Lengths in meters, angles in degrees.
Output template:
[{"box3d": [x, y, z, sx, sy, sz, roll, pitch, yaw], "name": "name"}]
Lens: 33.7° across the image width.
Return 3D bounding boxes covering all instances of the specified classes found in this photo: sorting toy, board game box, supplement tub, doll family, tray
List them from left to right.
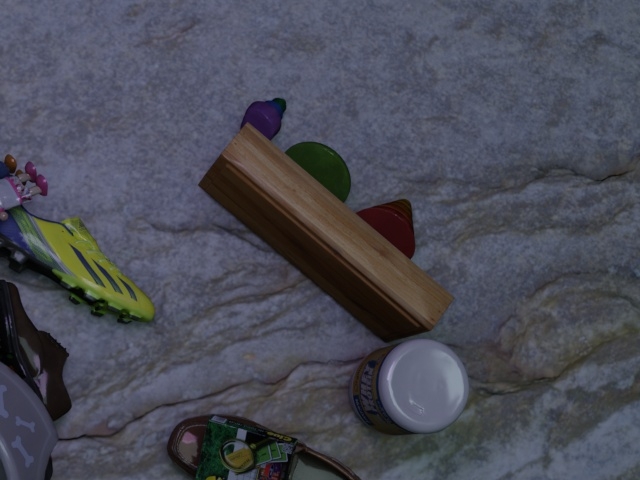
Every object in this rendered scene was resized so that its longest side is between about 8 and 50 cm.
[{"box3d": [-0.532, -0.094, 1.555, 0.163, 0.118, 0.263, -27, 65, -37], "name": "doll family"}, {"box3d": [-0.125, 0.396, 1.561, 0.136, 0.030, 0.260, 14, 103, 11], "name": "board game box"}, {"box3d": [0.000, 0.000, 1.667, 0.411, 0.203, 0.076, 39, 72, -6], "name": "tray"}, {"box3d": [0.031, -0.114, 1.772, 0.365, 0.127, 0.126, 42, 41, -3], "name": "sorting toy"}, {"box3d": [0.132, 0.233, 1.662, 0.144, 0.199, 0.144, 4, 77, -16], "name": "supplement tub"}]

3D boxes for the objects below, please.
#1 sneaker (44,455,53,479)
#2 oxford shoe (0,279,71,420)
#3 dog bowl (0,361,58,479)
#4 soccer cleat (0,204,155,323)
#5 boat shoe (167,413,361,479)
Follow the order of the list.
[{"box3d": [-0.486, 0.222, 1.509, 0.314, 0.136, 0.116, 44, 106, 0], "name": "sneaker"}, {"box3d": [-0.432, 0.163, 1.579, 0.096, 0.083, 0.227, -15, 84, -39], "name": "oxford shoe"}, {"box3d": [-0.523, 0.315, 1.408, 0.348, 0.102, 0.349, 2, 100, 10], "name": "dog bowl"}, {"box3d": [-0.368, 0.027, 1.610, 0.289, 0.093, 0.121, 31, 65, -10], "name": "soccer cleat"}, {"box3d": [-0.073, 0.345, 1.621, 0.324, 0.116, 0.123, 19, 74, -13], "name": "boat shoe"}]
